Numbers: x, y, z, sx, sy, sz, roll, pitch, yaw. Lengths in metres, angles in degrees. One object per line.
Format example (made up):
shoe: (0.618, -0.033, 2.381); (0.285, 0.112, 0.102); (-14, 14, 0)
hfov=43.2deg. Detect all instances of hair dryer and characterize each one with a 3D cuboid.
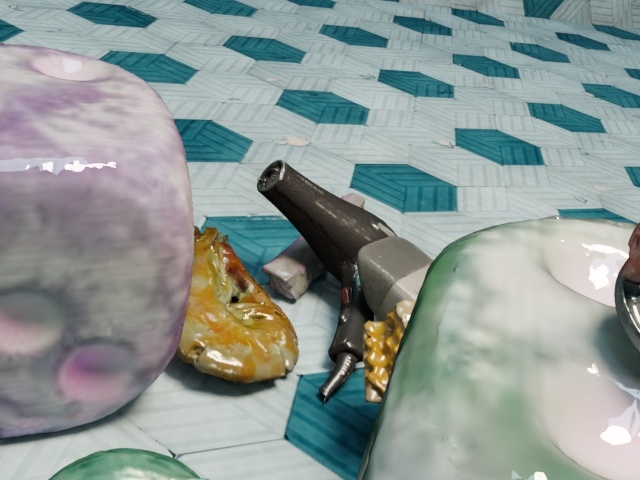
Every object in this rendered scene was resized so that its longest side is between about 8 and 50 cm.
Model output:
hair dryer: (0.016, 0.051, 0.881); (0.235, 0.091, 0.272); (39, 34, -29)

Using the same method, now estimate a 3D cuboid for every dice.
dice: (-0.276, -0.010, 0.715); (0.271, 0.270, 0.270); (-3, 33, -26)
dice: (0.173, 0.198, 0.470); (0.330, 0.328, 0.348); (17, 29, 6)

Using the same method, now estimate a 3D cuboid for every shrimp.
shrimp: (-0.105, 0.060, 0.893); (0.154, 0.062, 0.294); (15, 29, -23)

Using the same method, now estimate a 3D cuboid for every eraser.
eraser: (0.171, 0.124, 0.825); (0.089, 0.061, 0.352); (-20, 54, -44)

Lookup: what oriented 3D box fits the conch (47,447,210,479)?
conch: (-0.109, 0.218, 0.518); (0.196, 0.134, 0.202); (-8, 27, -17)

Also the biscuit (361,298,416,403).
biscuit: (0.227, 0.124, 0.753); (0.378, 0.054, 0.094); (10, 42, -10)

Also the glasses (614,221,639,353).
glasses: (0.250, -0.015, 0.277); (0.234, 0.268, 0.118); (27, 50, 20)

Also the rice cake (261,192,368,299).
rice cake: (0.000, 0.001, 1.045); (0.055, 0.049, 0.270); (9, 27, 22)
